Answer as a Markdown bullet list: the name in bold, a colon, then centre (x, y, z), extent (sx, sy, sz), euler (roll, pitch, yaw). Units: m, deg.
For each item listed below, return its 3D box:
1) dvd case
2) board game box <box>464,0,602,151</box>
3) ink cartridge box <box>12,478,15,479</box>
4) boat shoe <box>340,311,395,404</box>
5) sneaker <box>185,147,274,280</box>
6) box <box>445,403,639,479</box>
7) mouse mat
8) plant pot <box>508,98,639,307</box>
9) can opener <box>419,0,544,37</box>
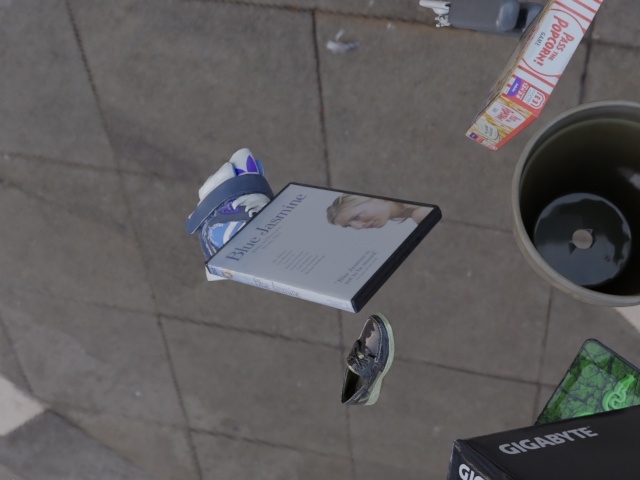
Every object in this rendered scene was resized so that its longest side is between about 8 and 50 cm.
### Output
- **dvd case**: centre (0.000, 0.000, 1.213), extent (0.253, 0.180, 0.022), euler (12, 137, 42)
- **board game box**: centre (0.224, -0.183, 1.057), extent (0.045, 0.147, 0.193), euler (30, 175, 1)
- **ink cartridge box**: centre (-0.184, 0.268, 0.779), extent (0.181, 0.061, 0.104), euler (65, 156, 13)
- **boat shoe**: centre (0.060, 0.163, 1.310), extent (0.049, 0.056, 0.152), euler (-13, 127, -31)
- **sneaker**: centre (-0.113, -0.056, 1.762), extent (0.130, 0.236, 0.323), euler (-2, 174, -40)
- **box**: centre (0.281, 0.207, 0.650), extent (0.295, 0.293, 0.073), euler (0, 111, -35)
- **mouse mat**: centre (0.386, 0.241, 1.345), extent (0.152, 0.007, 0.189), euler (36, 126, 22)
- **plant pot**: centre (0.453, -0.031, 1.617), extent (0.323, 0.323, 0.280), euler (15, 167, 5)
- **can opener**: centre (0.208, -0.315, 1.304), extent (0.074, 0.280, 0.093), euler (7, 107, -17)
